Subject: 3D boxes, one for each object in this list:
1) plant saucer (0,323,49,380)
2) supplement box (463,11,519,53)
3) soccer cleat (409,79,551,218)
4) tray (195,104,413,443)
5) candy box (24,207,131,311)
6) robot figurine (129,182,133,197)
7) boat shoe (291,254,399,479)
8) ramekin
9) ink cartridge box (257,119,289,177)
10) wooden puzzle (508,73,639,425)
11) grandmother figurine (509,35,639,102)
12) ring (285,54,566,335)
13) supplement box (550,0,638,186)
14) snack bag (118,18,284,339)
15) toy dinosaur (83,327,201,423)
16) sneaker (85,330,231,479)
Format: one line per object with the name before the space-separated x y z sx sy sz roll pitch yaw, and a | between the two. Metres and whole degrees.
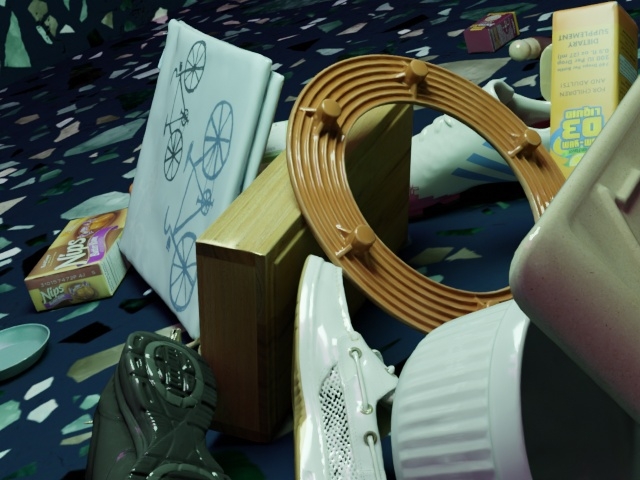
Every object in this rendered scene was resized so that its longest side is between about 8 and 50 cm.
plant saucer | -0.373 0.138 1.495 0.119 0.021 0.119 -16 22 7
supplement box | 0.286 -0.347 2.115 0.055 0.043 0.083 5 32 42
soccer cleat | 0.172 -0.121 1.513 0.331 0.143 0.116 -10 32 20
tray | 0.000 0.000 1.281 0.076 0.202 0.411 11 32 19
candy box | -0.306 0.022 1.679 0.109 0.053 0.186 -12 21 15
robot figurine | -0.160 -0.085 1.719 0.219 0.128 0.158 -35 10 -36
boat shoe | 0.025 0.134 1.026 0.096 0.098 0.277 -2 55 -2
ramekin | 0.137 0.139 0.866 0.109 0.207 0.207 -14 20 34
ink cartridge box | -0.038 -0.061 1.510 0.056 0.171 0.235 -13 22 5
wooden puzzle | 0.296 0.051 0.881 0.080 0.322 0.348 -47 -1 44
grandmother figurine | 0.351 -0.228 1.651 0.104 0.208 0.342 -59 1 18
ring | 0.122 -0.050 1.207 0.336 0.336 0.032 -40 -5 -43
supplement box | 0.293 -0.131 1.355 0.078 0.233 0.080 -5 -14 30
snack bag | -0.151 -0.079 1.482 0.037 0.323 0.342 9 12 -27
toy dinosaur | -0.159 0.146 1.296 0.093 0.053 0.183 -25 14 29
sneaker | -0.142 0.210 1.050 0.130 0.109 0.286 -53 26 28
